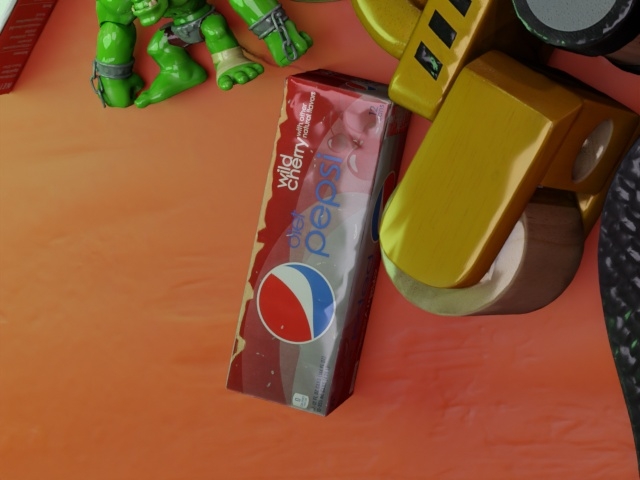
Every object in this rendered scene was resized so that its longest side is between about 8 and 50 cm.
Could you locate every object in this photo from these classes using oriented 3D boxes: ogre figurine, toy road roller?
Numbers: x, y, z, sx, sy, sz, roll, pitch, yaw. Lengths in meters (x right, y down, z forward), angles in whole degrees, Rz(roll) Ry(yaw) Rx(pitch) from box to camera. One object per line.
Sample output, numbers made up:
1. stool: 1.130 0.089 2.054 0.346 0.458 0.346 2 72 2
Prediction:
1. ogre figurine: -0.113 -0.177 1.570 0.197 0.097 0.118 -3 113 50
2. toy road roller: 0.117 -0.126 1.451 0.241 0.202 0.329 31 102 24

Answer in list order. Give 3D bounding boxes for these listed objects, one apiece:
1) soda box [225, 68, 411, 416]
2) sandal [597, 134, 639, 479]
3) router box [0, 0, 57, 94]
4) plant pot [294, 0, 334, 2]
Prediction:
1. soda box: 0.000 0.000 1.563 0.092 0.083 0.263 15 102 15
2. sandal: 0.300 0.084 1.480 0.168 0.107 0.445 3 112 17
3. router box: -0.341 -0.329 1.623 0.335 0.082 0.301 33 107 11
4. plant pot: 0.006 -0.235 1.533 0.083 0.083 0.079 -9 83 19
